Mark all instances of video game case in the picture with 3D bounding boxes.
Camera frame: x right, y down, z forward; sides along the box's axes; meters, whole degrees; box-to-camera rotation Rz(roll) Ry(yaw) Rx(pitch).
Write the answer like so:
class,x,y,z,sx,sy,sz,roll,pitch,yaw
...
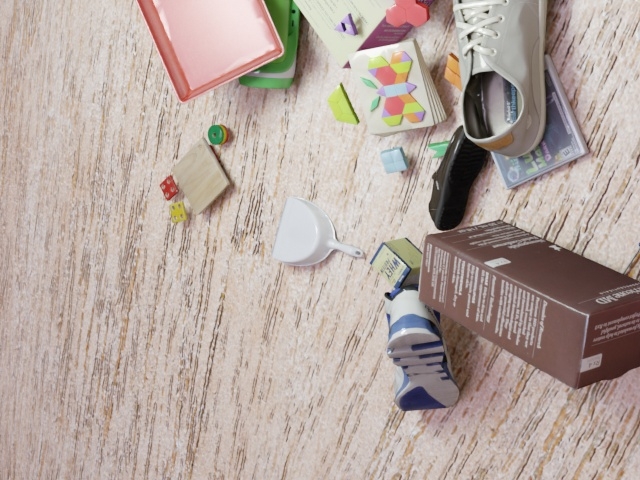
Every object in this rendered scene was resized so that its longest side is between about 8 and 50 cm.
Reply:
class,x,y,z,sx,sy,sz,roll,pitch,yaw
video game case,0.370,-0.209,1.786,0.173,0.022,0.190,-26,81,40

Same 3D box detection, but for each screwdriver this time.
class,x,y,z,sx,sy,sz,roll,pitch,yaw
screwdriver,0.533,0.019,1.690,0.025,0.024,0.170,29,122,0

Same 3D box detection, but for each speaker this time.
class,x,y,z,sx,sy,sz,roll,pitch,yaw
speaker,-0.107,-0.470,2.078,0.131,0.131,0.296,15,107,38

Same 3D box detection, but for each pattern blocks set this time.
class,x,y,z,sx,sy,sz,roll,pitch,yaw
pattern blocks set,0.141,-0.287,1.873,0.285,0.026,0.325,-22,108,32

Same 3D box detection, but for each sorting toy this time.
class,x,y,z,sx,sy,sz,roll,pitch,yaw
sorting toy,-0.273,-0.145,2.330,0.274,0.046,0.132,-41,72,37

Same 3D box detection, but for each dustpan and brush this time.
class,x,y,z,sx,sy,sz,roll,pitch,yaw
dustpan and brush,0.000,0.000,2.125,0.211,0.060,0.147,21,98,43

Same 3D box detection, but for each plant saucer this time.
class,x,y,z,sx,sy,sz,roll,pitch,yaw
plant saucer,-0.222,-0.444,2.029,0.258,0.048,0.259,-23,91,21

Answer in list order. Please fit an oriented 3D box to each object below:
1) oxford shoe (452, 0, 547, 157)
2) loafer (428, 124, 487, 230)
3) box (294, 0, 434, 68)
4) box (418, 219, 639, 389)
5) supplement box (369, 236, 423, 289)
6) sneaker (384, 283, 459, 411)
class,x,y,z,sx,sy,sz,roll,pitch,yaw
oxford shoe,0.297,-0.363,1.716,0.169,0.130,0.449,-2,97,45
loafer,0.242,-0.126,1.868,0.078,0.080,0.220,48,130,46
box,0.088,-0.490,1.914,0.243,0.117,0.213,-47,68,36
box,0.358,0.095,1.679,0.381,0.191,0.143,31,124,48
supplement box,0.160,0.045,1.970,0.083,0.083,0.056,45,123,25
sneaker,0.193,0.187,1.909,0.127,0.315,0.182,-5,52,8
